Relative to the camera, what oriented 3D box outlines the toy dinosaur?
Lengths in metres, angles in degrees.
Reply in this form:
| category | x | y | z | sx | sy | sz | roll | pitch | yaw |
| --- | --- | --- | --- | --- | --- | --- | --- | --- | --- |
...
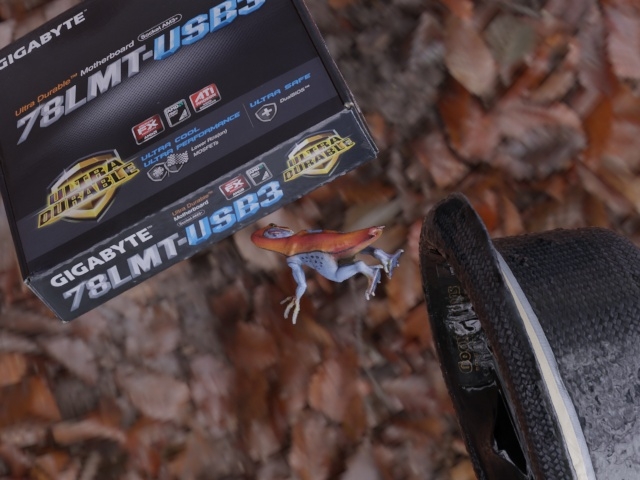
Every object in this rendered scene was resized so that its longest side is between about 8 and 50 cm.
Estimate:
| category | x | y | z | sx | sy | sz | roll | pitch | yaw |
| --- | --- | --- | --- | --- | --- | --- | --- | --- | --- |
| toy dinosaur | 0.000 | 0.000 | 0.884 | 0.047 | 0.082 | 0.090 | -51 | 156 | -39 |

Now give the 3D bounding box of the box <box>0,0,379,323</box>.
| category | x | y | z | sx | sy | sz | roll | pitch | yaw |
| --- | --- | --- | --- | --- | --- | --- | --- | --- | --- |
| box | -0.133 | -0.113 | 1.416 | 0.296 | 0.293 | 0.073 | -28 | 138 | 5 |

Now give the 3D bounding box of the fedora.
| category | x | y | z | sx | sy | sz | roll | pitch | yaw |
| --- | --- | --- | --- | --- | --- | --- | --- | --- | --- |
| fedora | 0.189 | 0.110 | 1.213 | 0.153 | 0.334 | 0.334 | -18 | 119 | -6 |
